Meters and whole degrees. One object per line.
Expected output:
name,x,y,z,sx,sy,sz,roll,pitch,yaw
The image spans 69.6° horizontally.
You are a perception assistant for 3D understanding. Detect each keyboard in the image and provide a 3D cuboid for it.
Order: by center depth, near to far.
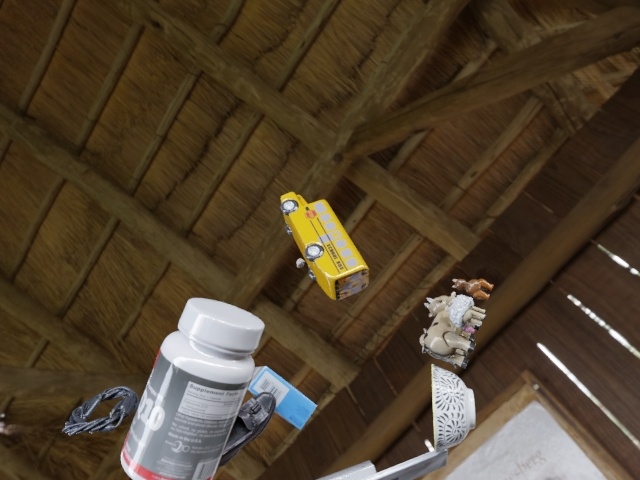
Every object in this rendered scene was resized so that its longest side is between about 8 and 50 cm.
keyboard,0.144,0.480,0.930,0.256,0.014,0.072,-15,-51,-13

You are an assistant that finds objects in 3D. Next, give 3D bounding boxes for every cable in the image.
cable,-0.509,0.401,1.077,0.151,0.184,0.047,-16,-79,-8

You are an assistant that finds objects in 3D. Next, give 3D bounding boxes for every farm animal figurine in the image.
farm animal figurine,0.385,0.263,1.404,0.327,0.172,0.330,-36,-39,-61

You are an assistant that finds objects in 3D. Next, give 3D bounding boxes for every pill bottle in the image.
pill bottle,-0.209,0.251,0.776,0.161,0.161,0.283,20,-89,-40

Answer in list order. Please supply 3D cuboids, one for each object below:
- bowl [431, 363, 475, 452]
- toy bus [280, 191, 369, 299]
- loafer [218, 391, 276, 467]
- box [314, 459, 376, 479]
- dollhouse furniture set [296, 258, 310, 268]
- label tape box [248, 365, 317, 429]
bowl,0.266,0.337,0.925,0.080,0.170,0.170,-2,-44,13
toy bus,0.000,0.000,1.256,0.130,0.332,0.108,-22,-37,-10
loafer,-0.269,0.639,1.569,0.302,0.109,0.095,-45,-24,-21
box,0.077,0.709,1.028,0.215,0.345,0.168,-18,-22,-4
dollhouse furniture set,-0.002,0.063,1.415,0.091,0.081,0.114,-6,-34,-39
label tape box,-0.179,0.620,1.842,0.115,0.249,0.347,-53,2,-23
